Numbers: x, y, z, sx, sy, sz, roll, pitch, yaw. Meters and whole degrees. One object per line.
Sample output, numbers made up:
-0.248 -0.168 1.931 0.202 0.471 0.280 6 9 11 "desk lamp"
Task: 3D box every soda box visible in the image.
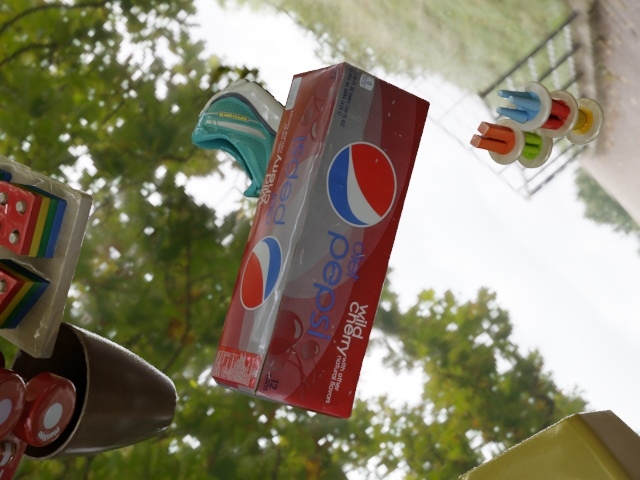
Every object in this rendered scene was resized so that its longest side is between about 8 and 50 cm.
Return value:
0.000 0.000 0.798 0.092 0.263 0.083 21 171 -31 "soda box"

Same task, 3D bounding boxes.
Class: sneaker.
-0.038 -0.074 1.239 0.275 0.110 0.107 41 164 3 "sneaker"

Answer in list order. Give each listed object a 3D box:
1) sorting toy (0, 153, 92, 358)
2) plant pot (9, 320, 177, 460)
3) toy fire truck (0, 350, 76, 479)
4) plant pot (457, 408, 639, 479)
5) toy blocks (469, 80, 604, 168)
-0.486 0.015 1.525 0.257 0.256 0.089 22 -171 36 "sorting toy"
-0.354 0.254 1.640 0.230 0.215 0.215 19 -144 -48 "plant pot"
-0.482 0.270 1.336 0.169 0.254 0.302 19 176 20 "toy fire truck"
0.259 0.285 1.007 0.212 0.212 0.187 11 -132 -59 "plant pot"
0.214 -0.124 1.086 0.148 0.123 0.054 6 -114 -42 "toy blocks"
